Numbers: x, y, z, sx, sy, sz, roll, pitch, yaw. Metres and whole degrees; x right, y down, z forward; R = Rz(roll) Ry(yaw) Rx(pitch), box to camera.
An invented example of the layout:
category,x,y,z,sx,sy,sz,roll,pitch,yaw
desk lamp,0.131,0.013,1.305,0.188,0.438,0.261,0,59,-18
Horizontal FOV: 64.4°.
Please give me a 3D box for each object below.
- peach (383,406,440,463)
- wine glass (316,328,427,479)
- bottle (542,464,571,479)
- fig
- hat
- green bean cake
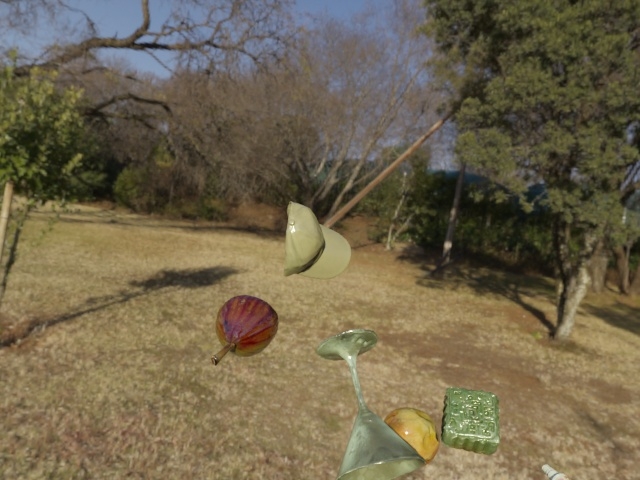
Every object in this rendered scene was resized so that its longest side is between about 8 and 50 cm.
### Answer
category,x,y,z,sx,sy,sz,roll,pitch,yaw
peach,0.308,0.698,1.809,0.214,0.215,0.235,7,-15,37
wine glass,0.122,0.490,1.513,0.266,0.406,0.267,-11,-35,-8
bottle,0.764,0.770,1.591,0.060,0.060,0.217,9,5,-9
fig,-0.268,0.319,1.669,0.216,0.217,0.321,8,23,9
hat,0.000,0.000,1.156,0.173,0.167,0.144,4,-22,-11
green bean cake,0.475,0.564,1.607,0.172,0.182,0.094,7,-40,12
